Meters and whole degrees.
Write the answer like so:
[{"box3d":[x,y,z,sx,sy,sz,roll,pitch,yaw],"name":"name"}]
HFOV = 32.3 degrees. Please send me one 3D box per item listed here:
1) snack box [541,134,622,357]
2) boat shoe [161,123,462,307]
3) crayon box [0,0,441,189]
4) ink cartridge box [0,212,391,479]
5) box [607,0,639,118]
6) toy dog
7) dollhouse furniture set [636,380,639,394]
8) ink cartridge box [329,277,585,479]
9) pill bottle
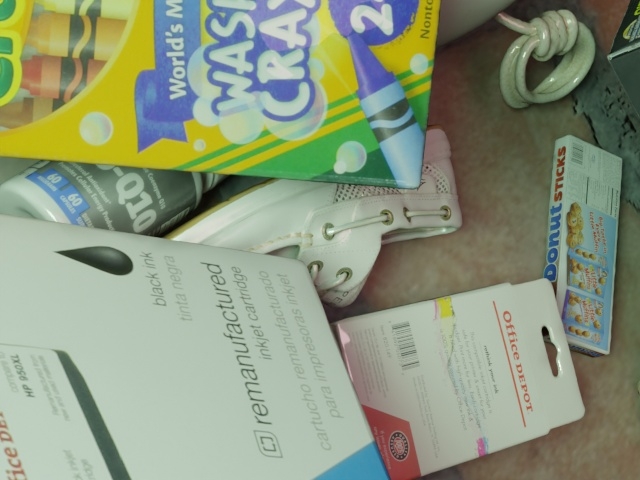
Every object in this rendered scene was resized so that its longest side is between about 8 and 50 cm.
[{"box3d":[0.219,0.004,0.926,0.064,0.022,0.178,20,68,-28],"name":"snack box"},{"box3d":[0.000,0.000,0.744,0.277,0.098,0.096,-23,90,-35],"name":"boat shoe"},{"box3d":[-0.096,-0.142,0.600,0.323,0.083,0.203,3,99,-14],"name":"crayon box"},{"box3d":[-0.170,0.131,0.493,0.395,0.166,0.285,9,38,-30],"name":"ink cartridge box"},{"box3d":[0.324,-0.088,0.847,0.270,0.060,0.216,56,39,-19],"name":"box"},{"box3d":[0.082,-0.215,0.818,0.334,0.220,0.161,-12,49,-39],"name":"toy dog"},{"box3d":[0.338,0.066,0.944,0.129,0.129,0.183,1,53,-31],"name":"dollhouse furniture set"},{"box3d":[0.089,0.099,0.794,0.198,0.067,0.115,-9,84,-32],"name":"ink cartridge box"},{"box3d":[-0.123,-0.035,0.687,0.137,0.078,0.078,-38,99,-33],"name":"pill bottle"}]
